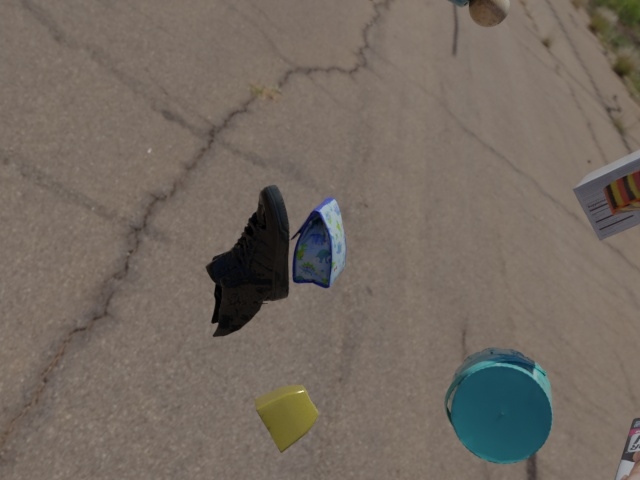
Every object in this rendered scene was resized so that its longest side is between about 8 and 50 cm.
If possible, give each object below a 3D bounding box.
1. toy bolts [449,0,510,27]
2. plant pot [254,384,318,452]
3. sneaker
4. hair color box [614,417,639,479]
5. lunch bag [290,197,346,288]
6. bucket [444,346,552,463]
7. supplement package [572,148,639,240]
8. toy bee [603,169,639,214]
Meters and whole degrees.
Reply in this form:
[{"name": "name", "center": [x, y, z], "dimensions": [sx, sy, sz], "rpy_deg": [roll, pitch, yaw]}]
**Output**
[{"name": "toy bolts", "center": [0.190, -0.360, 0.965], "dimensions": [0.158, 0.218, 0.228], "rpy_deg": [52, 15, 1]}, {"name": "plant pot", "center": [-0.051, 0.277, 1.121], "dimensions": [0.081, 0.083, 0.081], "rpy_deg": [60, -7, -2]}, {"name": "sneaker", "center": [-0.080, 0.024, 0.739], "dimensions": [0.089, 0.170, 0.051], "rpy_deg": [-10, 36, -14]}, {"name": "hair color box", "center": [0.725, 0.506, 1.451], "dimensions": [0.105, 0.174, 0.347], "rpy_deg": [59, 41, -8]}, {"name": "lunch bag", "center": [0.000, 0.000, 1.343], "dimensions": [0.096, 0.151, 0.129], "rpy_deg": [10, 17, 11]}, {"name": "bucket", "center": [0.449, 0.413, 1.744], "dimensions": [0.281, 0.281, 0.183], "rpy_deg": [47, 9, 8]}, {"name": "supplement package", "center": [0.770, -0.128, 1.729], "dimensions": [0.262, 0.204, 0.145], "rpy_deg": [-24, 87, -60]}, {"name": "toy bee", "center": [0.674, -0.128, 1.250], "dimensions": [0.298, 0.162, 0.195], "rpy_deg": [-31, 78, -19]}]
